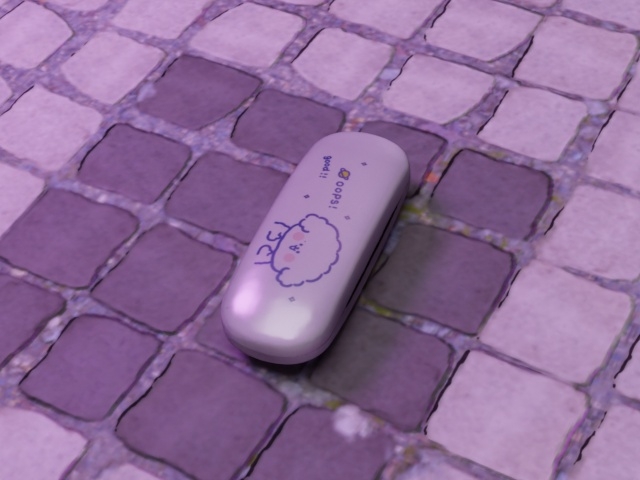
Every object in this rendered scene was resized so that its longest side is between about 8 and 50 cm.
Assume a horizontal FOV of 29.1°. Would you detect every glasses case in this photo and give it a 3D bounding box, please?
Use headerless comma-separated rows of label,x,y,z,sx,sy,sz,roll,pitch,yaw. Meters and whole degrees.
glasses case,0.000,0.000,0.816,0.076,0.049,0.197,16,51,17
